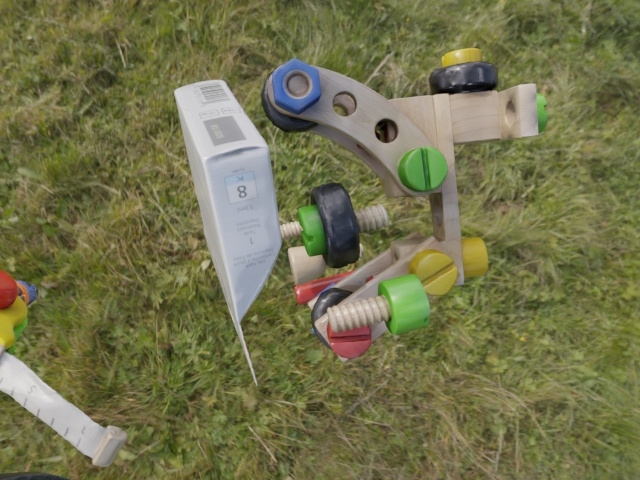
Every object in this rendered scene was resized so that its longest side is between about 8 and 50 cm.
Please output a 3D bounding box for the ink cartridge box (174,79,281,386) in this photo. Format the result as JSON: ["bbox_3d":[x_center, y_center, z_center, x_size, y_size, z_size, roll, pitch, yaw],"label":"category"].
[{"bbox_3d":[-0.129,-0.019,0.894,0.091,0.308,0.385,-16,124,-13],"label":"ink cartridge box"}]

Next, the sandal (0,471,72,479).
[{"bbox_3d":[-0.436,0.338,0.639,0.106,0.445,0.168,1,70,31],"label":"sandal"}]

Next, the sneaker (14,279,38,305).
[{"bbox_3d":[-0.643,0.120,1.102,0.221,0.087,0.083,-4,91,9],"label":"sneaker"}]

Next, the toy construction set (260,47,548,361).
[{"bbox_3d":[0.086,-0.030,0.535,0.237,0.309,0.258,-13,71,-7],"label":"toy construction set"}]

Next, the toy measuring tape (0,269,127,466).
[{"bbox_3d":[-0.333,0.117,0.624,0.330,0.121,0.121,34,70,3],"label":"toy measuring tape"}]

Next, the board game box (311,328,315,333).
[{"bbox_3d":[0.027,0.181,1.370,0.020,0.090,0.090,46,62,-5],"label":"board game box"}]
